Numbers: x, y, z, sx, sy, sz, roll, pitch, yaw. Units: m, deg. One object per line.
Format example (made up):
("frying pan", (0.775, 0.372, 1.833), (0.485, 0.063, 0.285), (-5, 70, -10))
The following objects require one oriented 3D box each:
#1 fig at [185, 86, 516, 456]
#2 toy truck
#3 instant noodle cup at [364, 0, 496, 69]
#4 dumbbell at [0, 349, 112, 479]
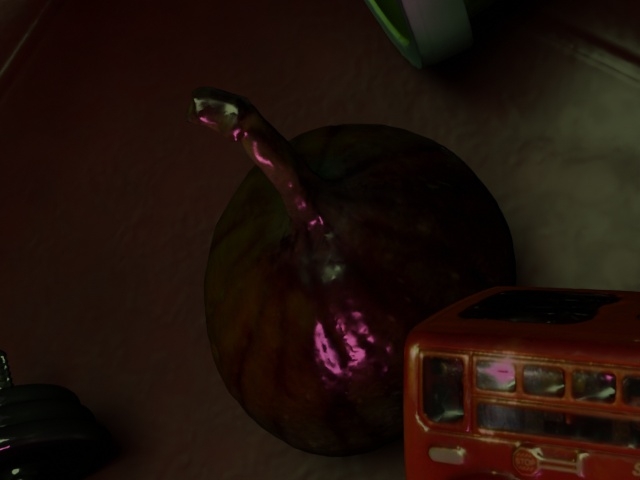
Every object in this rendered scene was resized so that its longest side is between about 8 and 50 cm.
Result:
("fig", (0.021, 0.008, 0.614), (0.148, 0.202, 0.149), (44, 57, 14))
("toy truck", (0.156, 0.077, 0.462), (0.252, 0.107, 0.114), (1, 101, 33))
("instant noodle cup", (0.111, -0.283, 0.628), (0.307, 0.294, 0.294), (-30, 65, 2))
("dumbbell", (-0.144, 0.151, 0.664), (0.099, 0.099, 0.209), (-25, 66, 12))
